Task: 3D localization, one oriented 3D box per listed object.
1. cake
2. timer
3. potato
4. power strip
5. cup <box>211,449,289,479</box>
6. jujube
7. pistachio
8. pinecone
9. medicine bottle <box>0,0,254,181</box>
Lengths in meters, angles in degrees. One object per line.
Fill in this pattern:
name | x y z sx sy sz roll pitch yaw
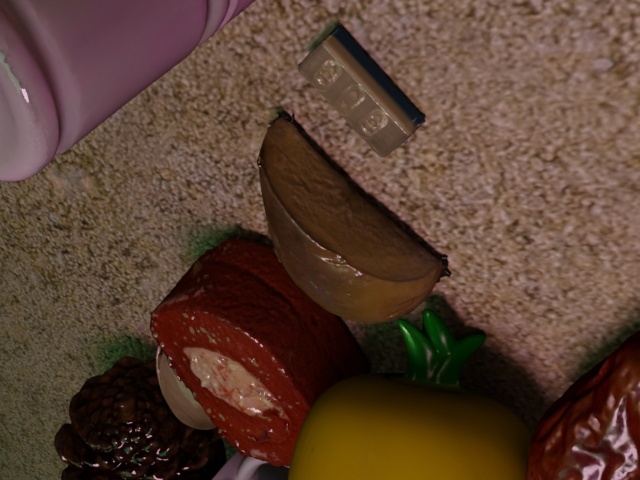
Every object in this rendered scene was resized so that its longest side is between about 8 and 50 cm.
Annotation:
cake | -0.061 0.135 1.330 0.177 0.151 0.283 -10 120 35
timer | 0.105 0.205 1.173 0.285 0.285 0.285 26 141 23
potato | 0.000 0.000 1.172 0.243 0.098 0.138 43 147 2
power strip | 0.038 -0.134 1.047 0.123 0.032 0.056 46 146 -5
cup | -0.040 0.418 1.525 0.275 0.259 0.356 36 131 8
jujube | 0.291 0.190 1.024 0.190 0.190 0.255 27 135 21
pistachio | -0.160 0.181 1.502 0.113 0.113 0.149 -10 120 49
pinecone | -0.254 0.305 1.618 0.244 0.244 0.309 36 153 10
medicine bottle | -0.199 -0.214 0.952 0.202 0.316 0.202 27 141 24
